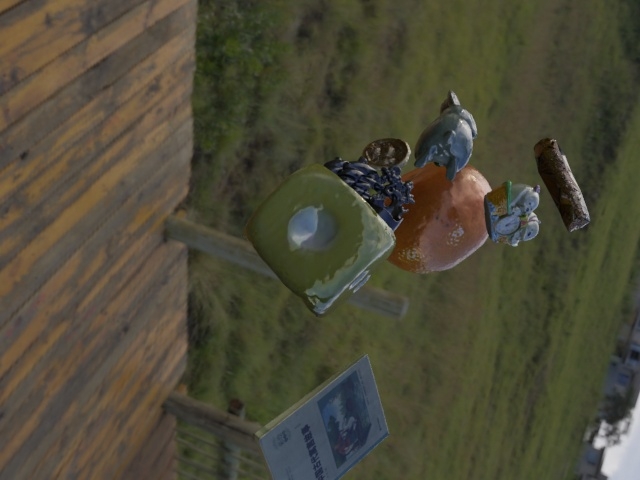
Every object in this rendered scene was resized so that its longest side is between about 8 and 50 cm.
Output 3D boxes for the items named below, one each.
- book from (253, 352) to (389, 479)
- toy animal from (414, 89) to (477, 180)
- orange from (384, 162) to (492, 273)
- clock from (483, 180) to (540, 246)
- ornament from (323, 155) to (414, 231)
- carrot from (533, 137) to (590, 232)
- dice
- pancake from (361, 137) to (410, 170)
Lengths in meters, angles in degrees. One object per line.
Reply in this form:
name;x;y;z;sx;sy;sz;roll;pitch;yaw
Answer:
book;0.013;0.368;1.365;0.283;0.025;0.215;-33;119;-32
toy animal;0.274;-0.226;1.470;0.236;0.108;0.138;-57;174;-38
orange;0.368;-0.068;2.353;0.326;0.424;0.424;60;31;-15
clock;0.513;-0.069;1.918;0.103;0.144;0.231;-98;174;-45
ornament;0.087;-0.096;1.703;0.260;0.251;0.106;-57;-171;-7
carrot;0.538;-0.127;1.614;0.069;0.069;0.228;85;-8;-63
dice;0.000;0.000;1.473;0.227;0.238;0.233;-45;170;-2
pancake;0.210;-0.277;2.297;0.028;0.158;0.158;78;31;-49
